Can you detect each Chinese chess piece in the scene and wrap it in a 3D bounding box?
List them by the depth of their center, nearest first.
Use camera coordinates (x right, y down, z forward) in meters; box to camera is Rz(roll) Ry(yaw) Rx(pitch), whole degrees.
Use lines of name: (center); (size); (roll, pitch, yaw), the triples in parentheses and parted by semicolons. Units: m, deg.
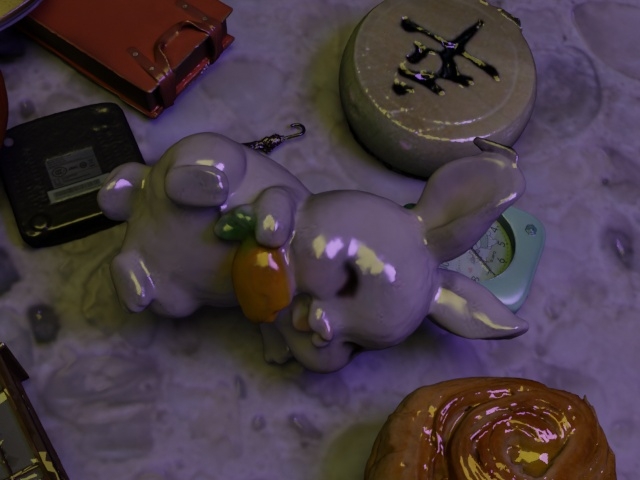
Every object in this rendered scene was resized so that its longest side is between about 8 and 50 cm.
Chinese chess piece: (0.112, -0.152, 0.917); (0.188, 0.083, 0.188); (3, 65, -6)

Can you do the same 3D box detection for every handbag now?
handbag: (-0.191, -0.215, 0.934); (0.190, 0.063, 0.127); (35, 67, 14)

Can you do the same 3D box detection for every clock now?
clock: (0.129, 0.006, 0.865); (0.135, 0.041, 0.101); (23, 65, 7)

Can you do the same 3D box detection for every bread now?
bread: (0.129, 0.221, 0.719); (0.198, 0.120, 0.236); (1, 64, -6)

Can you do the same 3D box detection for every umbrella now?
umbrella: (-0.070, -0.087, 0.908); (0.122, 0.013, 0.022); (-20, 56, -13)

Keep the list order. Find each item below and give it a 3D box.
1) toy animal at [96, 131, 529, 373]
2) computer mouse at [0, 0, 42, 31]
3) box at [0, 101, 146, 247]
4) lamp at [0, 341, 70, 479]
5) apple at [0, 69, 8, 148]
toy animal: (-0.004, 0.006, 0.768); (0.325, 0.208, 0.154); (-6, 25, 3)
computer mouse: (-0.359, -0.279, 0.923); (0.126, 0.056, 0.245); (-39, 58, -17)
box: (-0.225, -0.065, 0.877); (0.126, 0.027, 0.125); (-21, 68, -14)
lamp: (-0.199, 0.237, 0.702); (0.089, 0.090, 0.325); (-27, 69, -15)
apple: (-0.396, -0.093, 0.782); (0.251, 0.206, 0.272); (20, 62, 18)
